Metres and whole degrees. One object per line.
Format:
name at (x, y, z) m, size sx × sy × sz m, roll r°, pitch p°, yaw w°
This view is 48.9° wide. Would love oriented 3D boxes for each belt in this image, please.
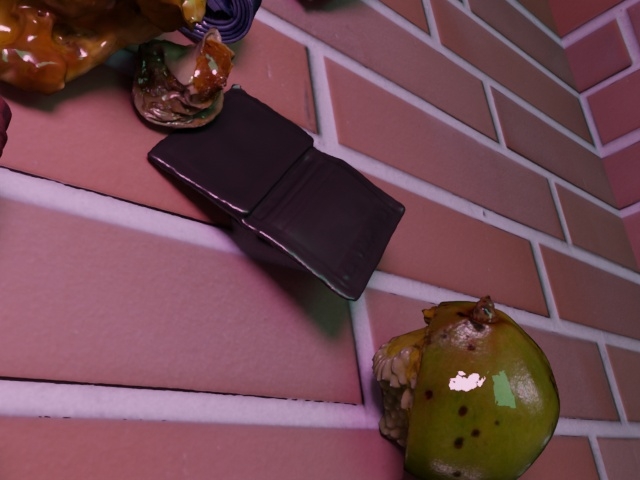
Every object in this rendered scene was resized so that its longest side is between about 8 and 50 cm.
belt at (-0.164, -0.363, 0.979) m, size 0.190 × 0.141 × 0.082 m, roll 41°, pitch 44°, yaw -27°

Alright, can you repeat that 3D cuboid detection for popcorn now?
popcorn at (-0.279, -0.354, 0.758) m, size 0.290 × 0.325 × 0.321 m, roll -69°, pitch 163°, yaw -50°

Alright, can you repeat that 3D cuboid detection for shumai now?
shumai at (-0.168, -0.221, 0.903) m, size 0.145 × 0.116 × 0.145 m, roll 21°, pitch 51°, yaw -29°

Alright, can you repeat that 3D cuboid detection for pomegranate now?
pomegranate at (0.199, 0.242, 0.971) m, size 0.260 × 0.260 × 0.341 m, roll -38°, pitch 127°, yaw -52°

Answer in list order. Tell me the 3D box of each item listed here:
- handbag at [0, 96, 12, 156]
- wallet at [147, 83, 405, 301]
handbag at (-0.379, -0.100, 0.570) m, size 0.225 × 0.146 × 0.135 m, roll 31°, pitch 53°, yaw -34°
wallet at (-0.043, -0.077, 0.961) m, size 0.323 × 0.041 × 0.247 m, roll 37°, pitch 39°, yaw -1°
